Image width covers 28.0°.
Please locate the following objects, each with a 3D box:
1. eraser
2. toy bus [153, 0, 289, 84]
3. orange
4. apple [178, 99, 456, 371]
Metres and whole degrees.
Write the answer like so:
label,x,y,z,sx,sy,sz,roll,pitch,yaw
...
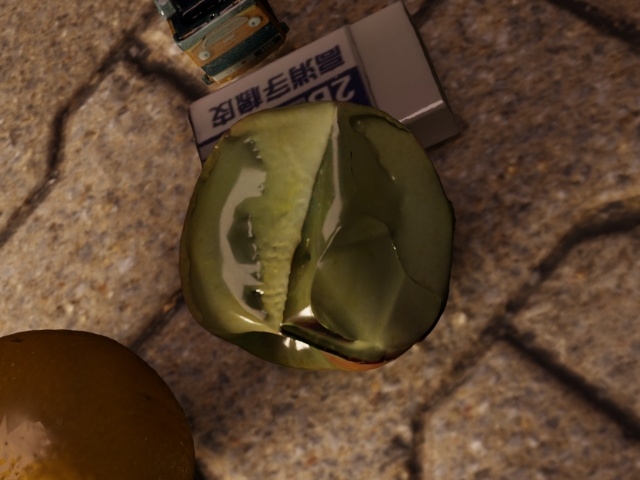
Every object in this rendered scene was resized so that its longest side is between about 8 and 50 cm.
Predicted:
label,x,y,z,sx,sy,sz,roll,pitch,yaw
eraser,0.000,-0.104,1.097,0.210,0.068,0.124,-25,56,12
toy bus,-0.105,-0.232,1.184,0.091,0.103,0.182,-33,52,8
orange,-0.211,0.176,0.975,0.236,0.236,0.236,-10,63,21
apple,0.000,0.000,0.981,0.207,0.174,0.188,7,75,15
